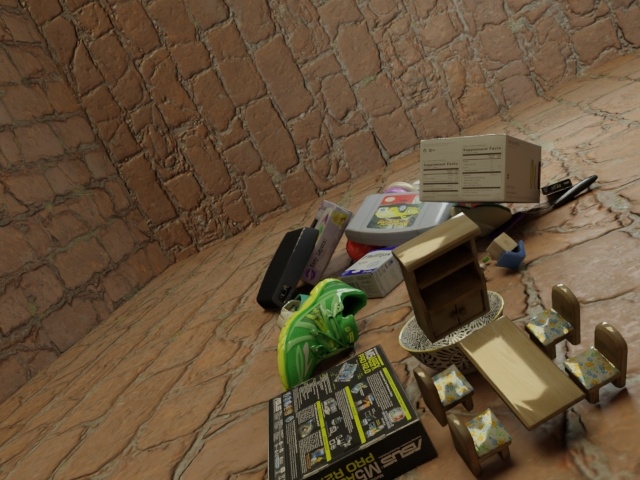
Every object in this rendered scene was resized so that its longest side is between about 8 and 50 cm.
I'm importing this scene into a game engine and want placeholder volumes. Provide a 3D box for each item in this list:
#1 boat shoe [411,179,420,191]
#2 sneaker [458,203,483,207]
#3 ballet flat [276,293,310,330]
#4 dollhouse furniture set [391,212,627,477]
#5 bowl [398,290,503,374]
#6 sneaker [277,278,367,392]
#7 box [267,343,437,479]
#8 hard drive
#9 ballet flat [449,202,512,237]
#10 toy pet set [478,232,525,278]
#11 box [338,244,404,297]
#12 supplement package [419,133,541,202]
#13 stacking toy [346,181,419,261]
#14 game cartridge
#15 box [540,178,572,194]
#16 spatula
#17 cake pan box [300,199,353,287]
[{"bbox_3d":[0.290,-0.126,1.964,0.084,0.095,0.258,-42,7,-36],"label":"boat shoe"},{"bbox_3d":[0.488,-0.169,1.700,0.136,0.116,0.314,-6,24,25],"label":"sneaker"},{"bbox_3d":[-0.054,0.186,1.316,0.087,0.083,0.247,14,14,4],"label":"ballet flat"},{"bbox_3d":[0.204,0.107,0.696,0.212,0.161,0.242,-28,40,-7],"label":"dollhouse furniture set"},{"bbox_3d":[0.214,0.153,0.884,0.170,0.080,0.170,-26,12,6],"label":"bowl"},{"bbox_3d":[0.007,0.181,1.133,0.124,0.109,0.295,6,40,26],"label":"sneaker"},{"bbox_3d":[0.030,0.270,0.843,0.216,0.060,0.270,-27,12,-1],"label":"box"},{"bbox_3d":[-0.101,0.079,1.677,0.172,0.054,0.254,-12,51,63],"label":"hard drive"},{"bbox_3d":[0.382,-0.044,1.397,0.086,0.086,0.248,-29,7,-7],"label":"ballet flat"},{"bbox_3d":[0.365,0.040,1.157,0.122,0.065,0.114,-32,-23,-34],"label":"toy pet set"},{"bbox_3d":[0.139,0.079,1.409,0.137,0.072,0.126,-35,14,-36],"label":"box"},{"bbox_3d":[0.383,-0.161,1.356,0.204,0.145,0.262,2,4,37],"label":"supplement package"},{"bbox_3d":[0.185,-0.044,1.753,0.141,0.141,0.330,-14,23,48],"label":"stacking toy"},{"bbox_3d":[0.220,-0.062,1.590,0.294,0.060,0.196,-2,41,33],"label":"game cartridge"},{"bbox_3d":[0.581,-0.131,1.408,0.067,0.018,0.083,-21,-5,27],"label":"box"},{"bbox_3d":[0.518,-0.078,1.339,0.296,0.030,0.084,-27,2,-2],"label":"spatula"},{"bbox_3d":[0.000,0.000,1.767,0.245,0.070,0.267,-62,10,4],"label":"cake pan box"}]
